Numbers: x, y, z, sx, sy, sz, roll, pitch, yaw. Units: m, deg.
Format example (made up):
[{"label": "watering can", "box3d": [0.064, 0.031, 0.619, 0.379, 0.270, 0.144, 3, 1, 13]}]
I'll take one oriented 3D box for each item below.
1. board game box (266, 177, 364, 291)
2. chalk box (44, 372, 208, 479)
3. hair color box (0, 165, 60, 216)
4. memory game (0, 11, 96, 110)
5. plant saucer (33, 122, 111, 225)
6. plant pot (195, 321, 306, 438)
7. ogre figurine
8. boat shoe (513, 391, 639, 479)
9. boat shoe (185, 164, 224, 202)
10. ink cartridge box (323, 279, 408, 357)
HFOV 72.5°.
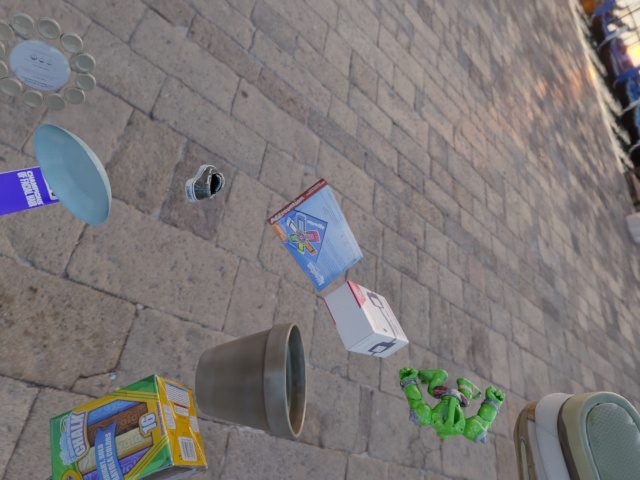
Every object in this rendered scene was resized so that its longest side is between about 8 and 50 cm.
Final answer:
[{"label": "board game box", "box3d": [0.000, 0.000, 0.976, 0.027, 0.145, 0.281, 47, -8, 39]}, {"label": "chalk box", "box3d": [-0.408, 0.421, 0.876, 0.180, 0.288, 0.179, 73, -5, -60]}, {"label": "hair color box", "box3d": [-0.834, -0.105, 1.079, 0.338, 0.185, 0.110, -29, 113, -46]}, {"label": "memory game", "box3d": [-0.518, -0.325, 0.810, 0.186, 0.186, 0.012, 19, 35, -39]}, {"label": "plant saucer", "box3d": [-0.437, -0.121, 0.793, 0.195, 0.195, 0.037, 58, 44, -10]}, {"label": "plant pot", "box3d": [-0.202, 0.414, 1.293, 0.323, 0.280, 0.324, -5, 90, -83]}, {"label": "ogre figurine", "box3d": [0.244, 0.315, 0.839, 0.197, 0.097, 0.118, 27, 41, 2]}, {"label": "boat shoe", "box3d": [0.248, 0.291, 0.376, 0.113, 0.103, 0.303, 5, 68, -16]}, {"label": "boat shoe", "box3d": [-0.298, -0.154, 1.183, 0.219, 0.070, 0.078, -88, 172, -65]}, {"label": "ink cartridge box", "box3d": [0.135, 0.232, 1.259, 0.237, 0.100, 0.172, 29, 29, -52]}]
